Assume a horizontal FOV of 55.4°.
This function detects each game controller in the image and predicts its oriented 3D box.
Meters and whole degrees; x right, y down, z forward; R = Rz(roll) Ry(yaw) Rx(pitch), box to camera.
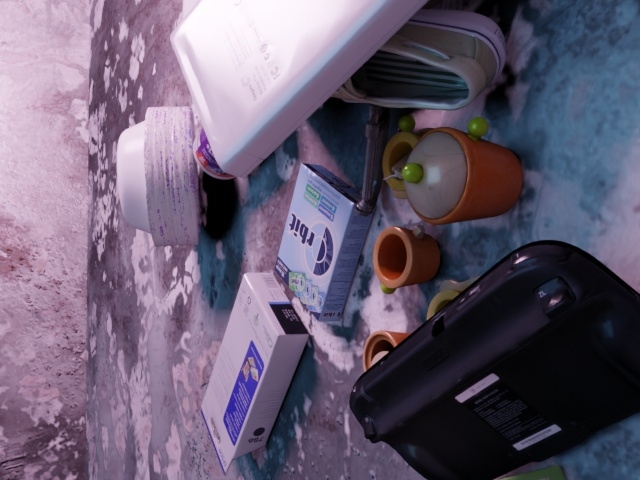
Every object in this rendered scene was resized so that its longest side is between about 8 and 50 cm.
[{"bbox_3d":[0.157,0.133,0.554,0.319,0.167,0.067,-50,8,43],"label":"game controller"}]

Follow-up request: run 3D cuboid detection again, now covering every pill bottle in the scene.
[{"bbox_3d":[-0.143,-0.193,1.069,0.193,0.108,0.108,-34,60,53],"label":"pill bottle"}]

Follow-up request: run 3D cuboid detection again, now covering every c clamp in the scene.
[{"bbox_3d":[0.061,-0.094,0.729,0.137,0.022,0.160,-65,-19,-51],"label":"c clamp"}]

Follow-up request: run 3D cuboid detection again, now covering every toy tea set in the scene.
[{"bbox_3d":[0.099,0.025,0.656,0.200,0.125,0.335,9,96,58],"label":"toy tea set"}]

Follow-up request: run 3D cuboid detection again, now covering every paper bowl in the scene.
[{"bbox_3d":[-0.324,-0.128,1.239,0.284,0.148,0.283,176,90,-81],"label":"paper bowl"}]

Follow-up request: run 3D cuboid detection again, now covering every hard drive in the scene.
[{"bbox_3d":[-0.012,-0.262,0.635,0.353,0.047,0.232,-40,57,26],"label":"hard drive"}]

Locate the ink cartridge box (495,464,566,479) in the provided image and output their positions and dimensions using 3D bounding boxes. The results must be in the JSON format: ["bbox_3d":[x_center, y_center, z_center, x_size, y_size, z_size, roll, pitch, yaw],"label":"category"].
[{"bbox_3d":[0.149,0.346,0.491,0.115,0.199,0.272,-47,51,45],"label":"ink cartridge box"}]

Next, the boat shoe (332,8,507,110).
[{"bbox_3d":[0.042,-0.201,0.663,0.303,0.094,0.109,10,134,30],"label":"boat shoe"}]

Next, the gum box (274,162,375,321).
[{"bbox_3d":[0.000,0.000,0.895,0.157,0.041,0.184,43,123,50],"label":"gum box"}]

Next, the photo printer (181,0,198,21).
[{"bbox_3d":[-0.174,-0.492,1.134,0.256,0.107,0.307,11,98,58],"label":"photo printer"}]

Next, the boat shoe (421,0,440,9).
[{"bbox_3d":[0.072,-0.317,0.724,0.324,0.123,0.116,-43,51,47],"label":"boat shoe"}]

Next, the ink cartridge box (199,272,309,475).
[{"bbox_3d":[-0.125,0.235,1.065,0.165,0.065,0.332,54,131,45],"label":"ink cartridge box"}]
